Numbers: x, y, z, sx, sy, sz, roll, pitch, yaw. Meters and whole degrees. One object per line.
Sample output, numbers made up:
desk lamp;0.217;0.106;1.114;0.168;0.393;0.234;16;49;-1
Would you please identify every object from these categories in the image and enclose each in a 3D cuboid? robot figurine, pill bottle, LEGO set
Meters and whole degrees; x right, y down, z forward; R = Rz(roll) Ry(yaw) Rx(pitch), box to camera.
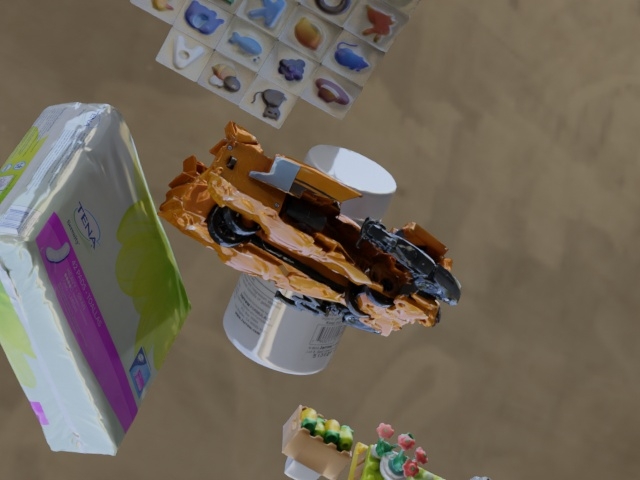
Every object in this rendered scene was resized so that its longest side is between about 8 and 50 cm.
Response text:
robot figurine;0.000;0.000;1.524;0.291;0.211;0.085;28;-117;-18
pill bottle;-0.008;0.019;1.698;0.131;0.131;0.229;-4;-53;-47
LEGO set;0.103;0.211;1.133;0.132;0.107;0.287;-29;-99;-41

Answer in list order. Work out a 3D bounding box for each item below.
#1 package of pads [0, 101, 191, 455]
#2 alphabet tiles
package of pads;-0.240;0.035;1.592;0.229;0.101;0.296;-66;-30;-45
alphabet tiles;-0.048;-0.282;1.766;0.285;0.342;0.011;28;-139;-8
